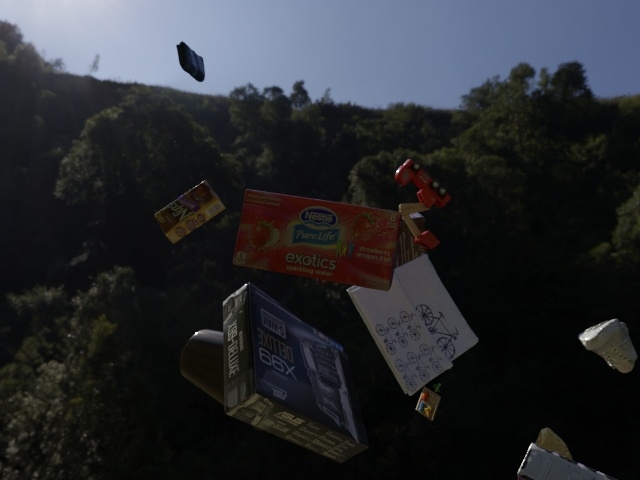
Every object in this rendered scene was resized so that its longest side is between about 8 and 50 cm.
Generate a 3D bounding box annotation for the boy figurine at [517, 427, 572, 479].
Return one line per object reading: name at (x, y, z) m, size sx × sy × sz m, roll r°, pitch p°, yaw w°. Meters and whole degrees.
boy figurine at (0.471, 0.517, 1.042) m, size 0.177 × 0.285 × 0.092 m, roll -25°, pitch -65°, yaw 24°

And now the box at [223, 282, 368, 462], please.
box at (-0.049, 0.253, 0.976) m, size 0.076 × 0.242 × 0.307 m, roll -36°, pitch -53°, yaw 19°

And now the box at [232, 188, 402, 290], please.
box at (0.000, 0.000, 0.858) m, size 0.257 × 0.128 × 0.122 m, roll 10°, pitch -2°, yaw 9°

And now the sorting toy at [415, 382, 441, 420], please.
sorting toy at (0.244, 0.353, 1.158) m, size 0.012 × 0.083 × 0.062 m, roll 19°, pitch 0°, yaw -28°

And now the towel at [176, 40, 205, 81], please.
towel at (-0.316, -0.438, 1.271) m, size 0.029 × 0.067 × 0.119 m, roll -10°, pitch -1°, yaw 7°

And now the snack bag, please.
snack bag at (0.277, 0.220, 1.455) m, size 0.342 × 0.323 × 0.037 m, roll -20°, pitch -17°, yaw -36°

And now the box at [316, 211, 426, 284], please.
box at (0.160, 0.021, 1.755) m, size 0.381 × 0.191 × 0.143 m, roll -8°, pitch 14°, yaw -3°

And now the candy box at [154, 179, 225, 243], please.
candy box at (-0.387, -0.085, 1.525) m, size 0.109 × 0.187 × 0.053 m, roll 48°, pitch -9°, yaw 40°

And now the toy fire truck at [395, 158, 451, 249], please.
toy fire truck at (0.237, -0.086, 1.246) m, size 0.192 × 0.135 × 0.047 m, roll 44°, pitch -5°, yaw 0°

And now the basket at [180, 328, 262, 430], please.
basket at (-0.202, 0.303, 1.206) m, size 0.227 × 0.204 × 0.154 m, roll 13°, pitch 1°, yaw 28°

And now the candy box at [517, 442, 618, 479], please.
candy box at (0.458, 0.460, 0.894) m, size 0.196 × 0.070 × 0.165 m, roll 14°, pitch -40°, yaw 39°

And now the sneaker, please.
sneaker at (0.685, 0.250, 1.200) m, size 0.232 × 0.115 × 0.090 m, roll 9°, pitch -36°, yaw -44°
